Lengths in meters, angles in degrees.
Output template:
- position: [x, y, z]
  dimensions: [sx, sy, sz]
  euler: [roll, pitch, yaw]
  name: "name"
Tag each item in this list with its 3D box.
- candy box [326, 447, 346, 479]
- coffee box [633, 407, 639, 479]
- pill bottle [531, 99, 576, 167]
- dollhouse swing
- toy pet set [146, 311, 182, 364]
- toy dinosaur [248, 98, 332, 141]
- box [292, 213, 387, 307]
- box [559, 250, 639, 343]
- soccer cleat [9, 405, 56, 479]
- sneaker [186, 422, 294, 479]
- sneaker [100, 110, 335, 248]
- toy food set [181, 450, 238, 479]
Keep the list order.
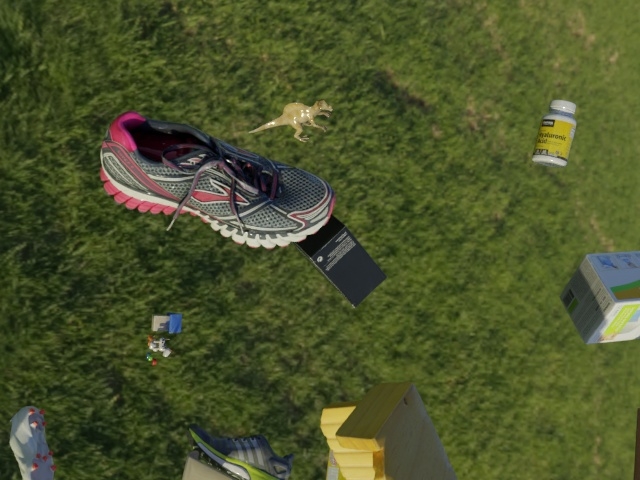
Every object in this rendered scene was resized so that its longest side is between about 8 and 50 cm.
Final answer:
- position: [0.067, 0.701, 2.151]
  dimensions: [0.027, 0.105, 0.206]
  euler: [31, 62, -53]
  name: "candy box"
- position: [0.604, 0.336, 1.152]
  dimensions: [0.246, 0.098, 0.141]
  euler: [10, 83, -39]
  name: "coffee box"
- position: [0.437, -0.198, 1.349]
  dimensions: [0.065, 0.065, 0.116]
  euler: [14, 89, -56]
  name: "pill bottle"
- position: [0.105, 0.510, 1.489]
  dimensions: [0.315, 0.305, 0.347]
  euler: [-34, 101, -58]
  name: "dollhouse swing"
- position: [-0.354, 0.222, 1.658]
  dimensions: [0.065, 0.122, 0.114]
  euler: [4, 88, -20]
  name: "toy pet set"
- position: [-0.047, -0.245, 1.462]
  dimensions: [0.092, 0.183, 0.053]
  euler: [41, 41, -49]
  name: "toy dinosaur"
- position: [0.000, 0.000, 1.540]
  dimensions: [0.103, 0.261, 0.184]
  euler: [-41, 130, -5]
  name: "box"
- position: [0.521, 0.090, 1.190]
  dimensions: [0.114, 0.203, 0.103]
  euler: [104, -23, -45]
  name: "box"
- position: [-0.583, 0.430, 1.461]
  dimensions: [0.068, 0.076, 0.196]
  euler: [35, 28, -53]
  name: "soccer cleat"
- position: [-0.203, 0.539, 1.851]
  dimensions: [0.300, 0.111, 0.121]
  euler: [32, 63, -7]
  name: "sneaker"
- position: [-0.125, -0.075, 0.908]
  dimensions: [0.112, 0.299, 0.121]
  euler: [117, -20, -54]
  name: "sneaker"
- position: [-0.217, 0.631, 1.647]
  dimensions: [0.092, 0.306, 0.220]
  euler: [16, 85, -49]
  name: "toy food set"
